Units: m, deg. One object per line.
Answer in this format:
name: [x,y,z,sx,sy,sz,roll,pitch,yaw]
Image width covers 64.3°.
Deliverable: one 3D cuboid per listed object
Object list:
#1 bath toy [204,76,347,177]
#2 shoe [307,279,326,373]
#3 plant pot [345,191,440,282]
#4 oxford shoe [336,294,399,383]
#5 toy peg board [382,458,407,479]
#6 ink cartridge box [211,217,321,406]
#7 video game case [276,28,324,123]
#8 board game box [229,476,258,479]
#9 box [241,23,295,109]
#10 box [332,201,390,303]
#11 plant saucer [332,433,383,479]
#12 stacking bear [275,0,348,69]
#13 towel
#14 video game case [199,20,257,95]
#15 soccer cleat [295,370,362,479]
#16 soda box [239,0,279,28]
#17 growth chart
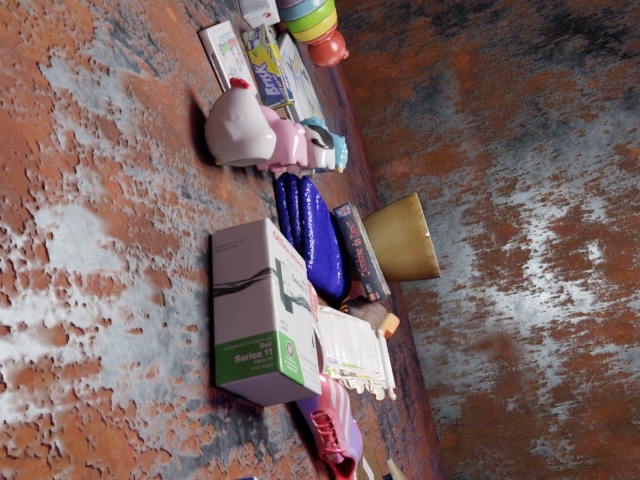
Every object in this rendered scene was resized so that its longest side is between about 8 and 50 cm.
bath toy: [-0.077,-0.179,0.859,0.348,0.151,0.129,-8,92,-66]
shoe: [-0.023,0.145,0.870,0.081,0.063,0.178,0,70,-71]
plant pot: [0.167,0.017,1.376,0.237,0.254,0.237,-15,90,-80]
oxford shoe: [0.070,0.215,1.144,0.133,0.130,0.363,44,17,8]
toy peg board: [0.179,0.624,1.185,0.161,0.079,0.161,62,3,-46]
ink cartridge box: [-0.072,0.097,0.676,0.153,0.086,0.209,54,24,-58]
video game case: [-0.057,-0.406,1.422,0.329,0.036,0.300,-87,157,-55]
board game box: [-0.044,0.420,0.443,0.233,0.078,0.347,-82,154,-59]
box: [-0.112,-0.373,1.106,0.054,0.059,0.169,-50,123,-72]
box: [0.101,0.031,1.211,0.159,0.044,0.233,15,53,-80]
plant saucer: [0.085,0.498,0.976,0.278,0.041,0.278,-16,90,-76]
stacking bear: [-0.023,-0.620,1.418,0.289,0.175,0.164,55,18,-39]
towel: [0.000,0.000,1.109,0.308,0.076,0.228,42,34,-66]
video game case: [-0.162,-0.317,0.924,0.157,0.019,0.143,-81,153,-61]
soccer cleat: [0.014,0.303,0.826,0.095,0.083,0.248,-84,158,-47]
soda box: [-0.157,-0.601,1.159,0.074,0.069,0.216,12,64,-76]
growth chart: [0.048,0.201,0.954,0.237,0.021,0.172,28,41,-25]
